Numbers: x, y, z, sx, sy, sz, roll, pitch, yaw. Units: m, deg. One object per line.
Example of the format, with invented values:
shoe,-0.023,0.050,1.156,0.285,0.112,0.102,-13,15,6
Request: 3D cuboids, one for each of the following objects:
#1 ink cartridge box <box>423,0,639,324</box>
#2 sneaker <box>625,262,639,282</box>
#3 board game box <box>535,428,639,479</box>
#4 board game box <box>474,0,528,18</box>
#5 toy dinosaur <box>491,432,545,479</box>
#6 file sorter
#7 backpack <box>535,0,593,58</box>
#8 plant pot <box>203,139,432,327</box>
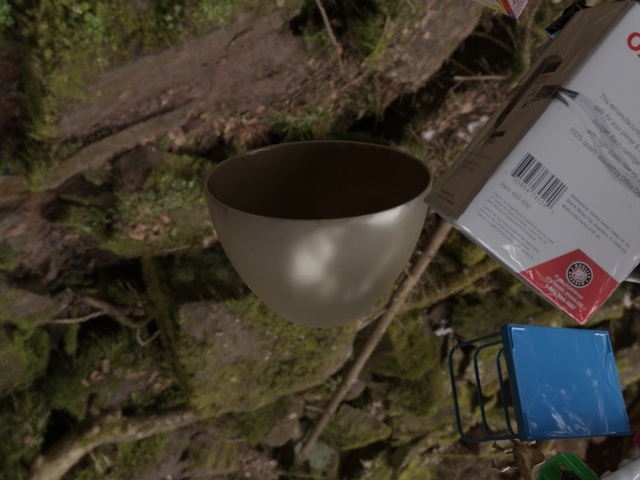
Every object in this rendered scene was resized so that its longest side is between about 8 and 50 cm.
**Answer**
ink cartridge box,0.139,-0.041,0.341,0.135,0.099,0.056,-51,-165,6
sneaker,0.398,0.024,0.613,0.095,0.090,0.235,-8,178,-17
board game box,0.237,0.355,0.718,0.390,0.050,0.390,7,121,-48
board game box,0.317,-0.534,1.303,0.045,0.193,0.147,-59,153,10
toy dinosaur,0.357,0.392,1.148,0.093,0.053,0.183,5,-160,14
file sorter,0.247,0.168,0.731,0.170,0.118,0.104,8,157,-30
backpack,0.520,-0.345,1.238,0.144,0.188,0.166,-43,165,29
plant pot,0.000,0.000,0.841,0.284,0.284,0.190,-28,127,-41
